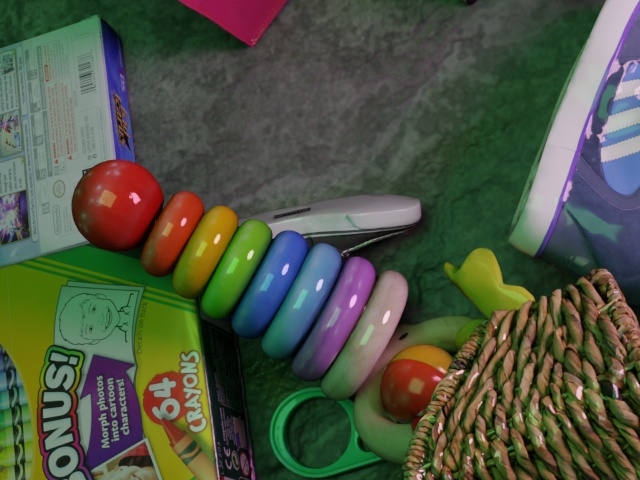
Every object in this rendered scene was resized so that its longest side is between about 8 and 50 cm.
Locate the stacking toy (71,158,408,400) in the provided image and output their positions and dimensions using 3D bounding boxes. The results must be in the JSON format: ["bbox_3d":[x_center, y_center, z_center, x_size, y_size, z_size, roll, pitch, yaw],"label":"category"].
[{"bbox_3d":[-0.086,0.020,1.334,0.330,0.141,0.141,29,86,-3],"label":"stacking toy"}]

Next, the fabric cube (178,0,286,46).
[{"bbox_3d":[-0.144,-0.406,1.475,0.258,0.259,0.254,41,98,26],"label":"fabric cube"}]

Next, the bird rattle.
[{"bbox_3d":[0.122,0.148,1.289,0.207,0.143,0.253,-8,52,44],"label":"bird rattle"}]

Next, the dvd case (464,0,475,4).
[{"bbox_3d":[0.133,-0.393,1.509,0.253,0.022,0.180,42,92,26],"label":"dvd case"}]

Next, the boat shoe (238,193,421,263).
[{"bbox_3d":[0.000,0.000,1.423,0.219,0.078,0.070,-9,105,13],"label":"boat shoe"}]

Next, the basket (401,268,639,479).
[{"bbox_3d":[0.212,0.200,1.158,0.223,0.299,0.213,-29,25,12],"label":"basket"}]

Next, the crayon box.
[{"bbox_3d":[-0.238,0.192,1.430,0.313,0.106,0.363,-15,70,16],"label":"crayon box"}]

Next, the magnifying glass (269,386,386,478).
[{"bbox_3d":[0.057,0.200,1.364,0.231,0.026,0.092,7,77,21],"label":"magnifying glass"}]

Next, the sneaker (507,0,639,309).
[{"bbox_3d":[0.334,-0.081,1.306,0.236,0.130,0.322,23,67,5],"label":"sneaker"}]

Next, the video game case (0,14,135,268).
[{"bbox_3d":[-0.334,-0.095,1.575,0.244,0.061,0.269,-14,70,15],"label":"video game case"}]
